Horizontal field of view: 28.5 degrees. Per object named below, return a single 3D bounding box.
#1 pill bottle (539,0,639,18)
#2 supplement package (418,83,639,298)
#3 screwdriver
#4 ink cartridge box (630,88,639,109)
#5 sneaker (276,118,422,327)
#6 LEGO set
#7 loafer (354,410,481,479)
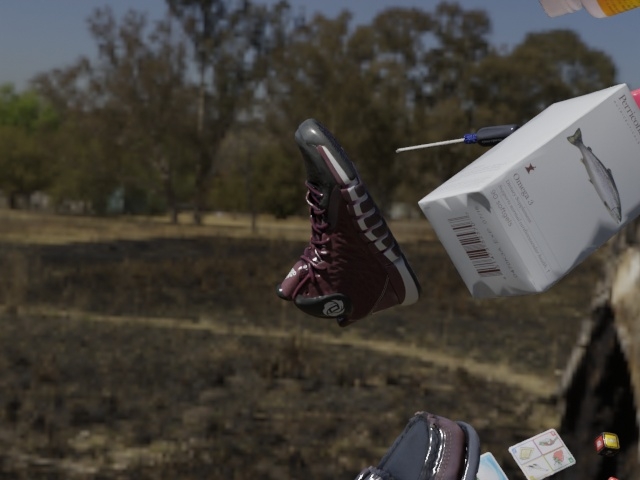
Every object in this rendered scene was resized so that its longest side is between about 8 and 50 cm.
[{"bbox_3d":[0.322,-0.297,1.268,0.215,0.117,0.117,-16,-6,25],"label":"pill bottle"},{"bbox_3d":[0.196,-0.041,1.083,0.179,0.105,0.105,-36,10,-24],"label":"supplement package"},{"bbox_3d":[0.149,-0.112,1.408,0.170,0.024,0.025,-3,-25,38],"label":"screwdriver"},{"bbox_3d":[0.385,-0.119,1.290,0.237,0.100,0.172,-18,-1,-10],"label":"ink cartridge box"},{"bbox_3d":[0.000,0.000,1.543,0.163,0.281,0.106,-29,25,4],"label":"sneaker"},{"bbox_3d":[0.278,0.294,1.414,0.244,0.182,0.060,-16,-28,-34],"label":"LEGO set"},{"bbox_3d":[0.005,0.244,0.837,0.095,0.302,0.109,28,-5,-13],"label":"loafer"}]
